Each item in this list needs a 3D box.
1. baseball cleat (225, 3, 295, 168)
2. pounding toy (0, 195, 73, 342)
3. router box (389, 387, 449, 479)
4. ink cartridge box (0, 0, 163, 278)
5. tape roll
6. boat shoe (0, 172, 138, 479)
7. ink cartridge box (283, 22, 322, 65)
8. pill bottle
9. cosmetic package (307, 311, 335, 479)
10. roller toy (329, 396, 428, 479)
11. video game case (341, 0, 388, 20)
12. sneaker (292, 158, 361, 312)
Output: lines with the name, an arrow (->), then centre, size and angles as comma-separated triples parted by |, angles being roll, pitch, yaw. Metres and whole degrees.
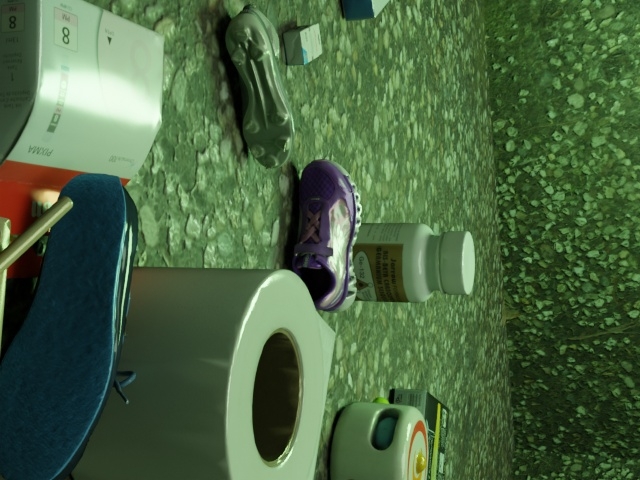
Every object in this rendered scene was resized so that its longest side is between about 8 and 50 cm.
baseball cleat -> -0.067, -0.199, 1.138 | 0.109, 0.072, 0.206 | -72, 159, -54
pounding toy -> -0.250, 0.025, 0.587 | 0.141, 0.100, 0.130 | 18, 74, -69
router box -> 0.203, 0.486, 1.886 | 0.243, 0.081, 0.309 | 46, 48, -62
ink cartridge box -> -0.207, -0.086, 0.777 | 0.189, 0.066, 0.233 | 2, 85, -70
tape roll -> -0.114, 0.147, 0.868 | 0.246, 0.169, 0.246 | 1, 90, -70
boat shoe -> -0.191, 0.076, 0.738 | 0.089, 0.109, 0.258 | 81, 24, -73
ink cartridge box -> -0.025, -0.290, 1.311 | 0.083, 0.028, 0.048 | -49, 136, -61
pill bottle -> 0.130, 0.036, 1.453 | 0.131, 0.229, 0.131 | 0, 90, -70
cosmetic package -> -0.036, 0.226, 1.247 | 0.099, 0.060, 0.239 | 52, 42, -57
roller toy -> 0.110, 0.380, 1.530 | 0.191, 0.146, 0.210 | 18, 74, -69
video game case -> 0.081, -0.553, 1.556 | 0.244, 0.061, 0.270 | -61, 145, -55
sneaker -> 0.000, 0.000, 1.308 | 0.104, 0.095, 0.237 | -18, 109, -61
